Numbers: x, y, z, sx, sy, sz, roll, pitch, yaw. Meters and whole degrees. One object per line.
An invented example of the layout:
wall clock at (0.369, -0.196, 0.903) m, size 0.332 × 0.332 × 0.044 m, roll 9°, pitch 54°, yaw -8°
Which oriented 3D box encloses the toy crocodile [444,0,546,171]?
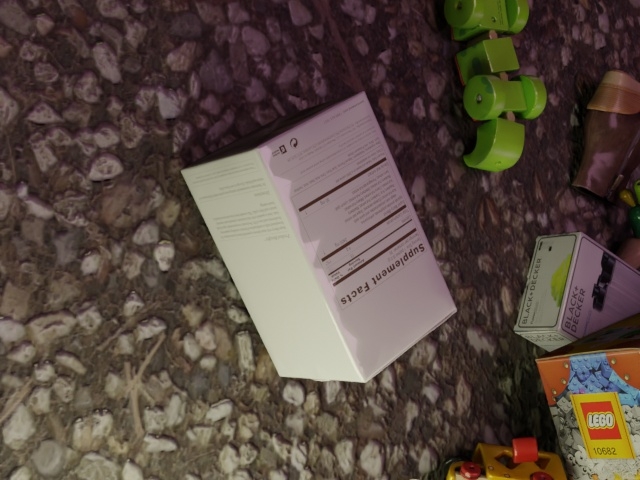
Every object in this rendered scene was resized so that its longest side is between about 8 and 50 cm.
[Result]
toy crocodile at (0.241, -0.271, 1.412) m, size 0.115 × 0.105 × 0.340 m, roll -7°, pitch 86°, yaw -36°

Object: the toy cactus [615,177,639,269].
toy cactus at (0.541, -0.020, 1.604) m, size 0.180 × 0.112 × 0.219 m, roll -49°, pitch 143°, yaw -3°

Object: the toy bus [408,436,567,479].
toy bus at (0.238, 0.335, 1.342) m, size 0.202 × 0.191 × 0.104 m, roll 52°, pitch 16°, yaw -21°

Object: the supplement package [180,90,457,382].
supplement package at (0.000, 0.000, 1.155) m, size 0.175 × 0.178 × 0.292 m, roll -33°, pitch 105°, yaw -34°

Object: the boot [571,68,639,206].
boot at (0.519, -0.158, 1.625) m, size 0.248 × 0.090 × 0.206 m, roll 14°, pitch 92°, yaw -39°

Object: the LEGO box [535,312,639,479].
LEGO box at (0.590, 0.274, 1.419) m, size 0.500 × 0.193 × 0.372 m, roll -15°, pitch 89°, yaw -36°

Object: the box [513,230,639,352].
box at (0.447, 0.122, 1.524) m, size 0.290 × 0.087 × 0.169 m, roll 30°, pitch 69°, yaw -30°
